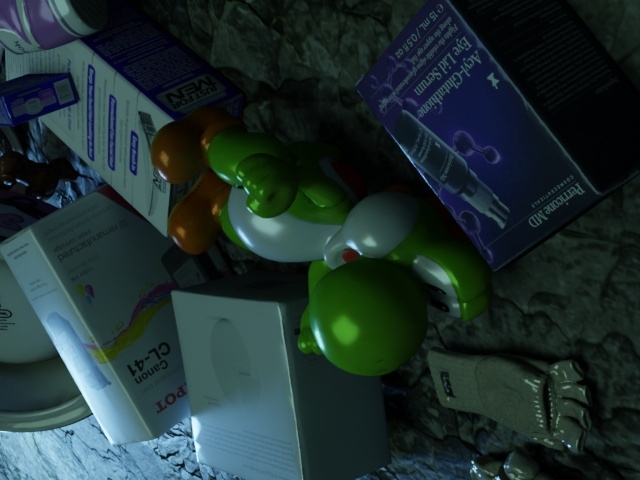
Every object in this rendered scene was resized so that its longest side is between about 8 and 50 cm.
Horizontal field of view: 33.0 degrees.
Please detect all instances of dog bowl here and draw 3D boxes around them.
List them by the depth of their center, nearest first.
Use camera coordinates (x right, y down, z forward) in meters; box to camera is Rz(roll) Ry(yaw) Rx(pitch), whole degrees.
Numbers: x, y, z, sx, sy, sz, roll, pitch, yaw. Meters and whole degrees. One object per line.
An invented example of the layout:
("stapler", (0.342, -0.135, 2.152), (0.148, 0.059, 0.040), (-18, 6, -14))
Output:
("dog bowl", (-0.473, 0.097, 1.583), (0.408, 0.150, 0.407), (3, 131, 3))

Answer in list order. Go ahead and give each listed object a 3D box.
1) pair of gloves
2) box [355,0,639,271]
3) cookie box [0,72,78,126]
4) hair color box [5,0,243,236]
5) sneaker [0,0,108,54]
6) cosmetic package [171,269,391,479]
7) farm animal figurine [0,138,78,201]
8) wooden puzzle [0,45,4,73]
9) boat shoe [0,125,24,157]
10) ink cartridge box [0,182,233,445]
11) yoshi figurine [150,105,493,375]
("pair of gloves", (0.218, 0.219, 1.117), (0.204, 0.042, 0.240), (0, 114, 55))
("box", (0.153, -0.104, 0.882), (0.207, 0.108, 0.153), (53, 145, 7))
("cookie box", (-0.360, -0.170, 1.300), (0.107, 0.092, 0.040), (11, 121, 48))
("hair color box", (-0.251, -0.183, 1.328), (0.339, 0.110, 0.185), (42, 142, 25))
("sneaker", (-0.349, -0.351, 1.228), (0.161, 0.102, 0.282), (-13, 83, 28))
("cosmetic package", (-0.048, 0.160, 1.277), (0.224, 0.138, 0.224), (3, 102, 51))
("farm animal figurine", (-0.494, -0.033, 1.685), (0.327, 0.172, 0.330), (4, 131, 1))
("wooden puzzle", (-0.508, -0.382, 1.555), (0.221, 0.044, 0.238), (53, 150, 7))
("boat shoe", (-0.576, -0.133, 1.786), (0.285, 0.092, 0.102), (-8, 110, 54))
("ink cartridge box", (-0.235, 0.077, 1.407), (0.131, 0.226, 0.306), (-22, 100, 54))
("yoshi figurine", (-0.017, 0.011, 1.051), (0.362, 0.204, 0.202), (24, 100, 29))
